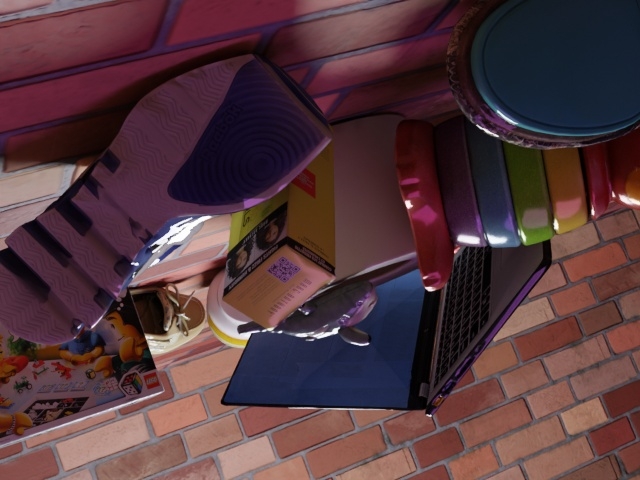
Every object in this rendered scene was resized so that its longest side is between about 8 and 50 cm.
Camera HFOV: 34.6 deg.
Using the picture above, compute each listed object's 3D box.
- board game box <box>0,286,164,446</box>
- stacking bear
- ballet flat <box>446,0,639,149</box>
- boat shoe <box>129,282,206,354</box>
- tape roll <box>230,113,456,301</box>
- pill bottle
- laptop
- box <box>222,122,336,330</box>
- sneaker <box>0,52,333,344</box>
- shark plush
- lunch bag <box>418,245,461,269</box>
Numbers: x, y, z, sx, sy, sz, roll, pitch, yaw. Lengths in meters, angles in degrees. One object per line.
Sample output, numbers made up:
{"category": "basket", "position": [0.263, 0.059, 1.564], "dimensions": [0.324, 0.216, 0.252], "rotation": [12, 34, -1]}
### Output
{"category": "board game box", "position": [-0.372, 0.154, 1.337], "dimensions": [0.305, 0.193, 0.053], "rotation": [-15, 170, -38]}
{"category": "stacking bear", "position": [0.235, -0.072, 1.052], "dimensions": [0.289, 0.175, 0.164], "rotation": [-9, -148, 12]}
{"category": "ballet flat", "position": [0.288, -0.193, 0.982], "dimensions": [0.483, 0.164, 0.182], "rotation": [-19, -166, -23]}
{"category": "boat shoe", "position": [-0.286, 0.128, 1.673], "dimensions": [0.089, 0.104, 0.285], "rotation": [-33, 163, 38]}
{"category": "tape roll", "position": [0.021, -0.026, 1.242], "dimensions": [0.246, 0.169, 0.246], "rotation": [-21, 172, -3]}
{"category": "pill bottle", "position": [-0.135, 0.113, 1.830], "dimensions": [0.136, 0.136, 0.245], "rotation": [-20, 171, -10]}
{"category": "laptop", "position": [0.100, 0.038, 1.401], "dimensions": [0.408, 0.236, 0.382], "rotation": [-57, -174, 28]}
{"category": "box", "position": [-0.034, -0.031, 0.929], "dimensions": [0.087, 0.058, 0.232], "rotation": [-40, -152, 28]}
{"category": "sneaker", "position": [-0.146, -0.051, 0.910], "dimensions": [0.315, 0.127, 0.182], "rotation": [-37, -168, 10]}
{"category": "shark plush", "position": [-0.014, 0.074, 1.143], "dimensions": [0.161, 0.073, 0.067], "rotation": [-2, 156, 16]}
{"category": "lunch bag", "position": [0.260, -0.019, 2.013], "dimensions": [0.293, 0.120, 0.258], "rotation": [-28, 170, 34]}
